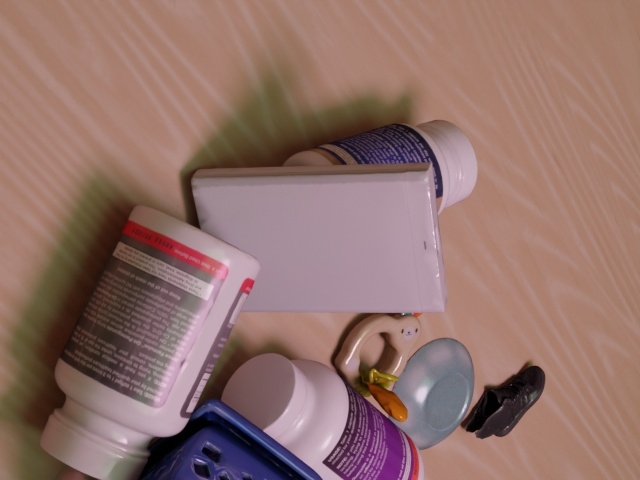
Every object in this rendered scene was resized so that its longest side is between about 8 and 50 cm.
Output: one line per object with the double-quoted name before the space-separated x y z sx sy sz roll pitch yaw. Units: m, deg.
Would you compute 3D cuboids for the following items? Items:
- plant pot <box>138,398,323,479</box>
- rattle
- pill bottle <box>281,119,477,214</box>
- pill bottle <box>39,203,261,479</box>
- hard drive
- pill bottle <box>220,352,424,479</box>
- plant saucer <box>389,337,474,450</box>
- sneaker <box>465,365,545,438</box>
"plant pot" -0.140 0.356 1.651 0.236 0.236 0.212 38 36 -15
"rattle" 0.128 0.156 1.944 0.200 0.143 0.130 -41 110 -16
"pill bottle" 0.082 -0.078 1.800 0.265 0.153 0.153 -20 118 -35
"pill bottle" -0.216 0.131 1.593 0.176 0.176 0.318 29 85 -44
"hard drive" 0.000 0.000 1.671 0.040 0.308 0.203 -64 149 -58
"pill bottle" 0.001 0.287 1.843 0.181 0.181 0.323 -55 133 -12
"plant saucer" 0.193 0.255 2.105 0.195 0.037 0.195 -17 117 -38
"sneaker" 0.316 0.272 2.210 0.170 0.051 0.089 -53 137 -9
